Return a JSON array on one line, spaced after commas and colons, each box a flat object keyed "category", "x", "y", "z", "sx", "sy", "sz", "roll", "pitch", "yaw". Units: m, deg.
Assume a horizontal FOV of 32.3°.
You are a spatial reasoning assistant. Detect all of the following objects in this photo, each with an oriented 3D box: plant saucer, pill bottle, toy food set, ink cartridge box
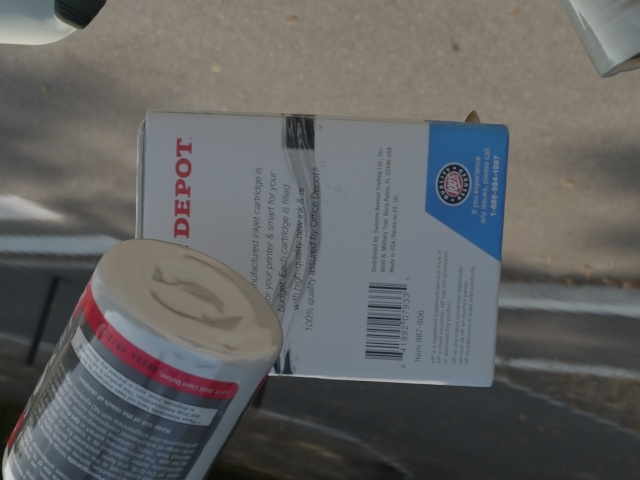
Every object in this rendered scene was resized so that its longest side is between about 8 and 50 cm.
[{"category": "plant saucer", "x": 0.198, "y": -0.136, "z": 1.500, "sx": 0.015, "sy": 0.083, "sz": 0.083, "roll": 25, "pitch": 169, "yaw": 15}, {"category": "pill bottle", "x": -0.179, "y": 0.171, "z": 1.000, "sx": 0.176, "sy": 0.319, "sz": 0.176, "roll": 26, "pitch": -159, "yaw": -11}, {"category": "toy food set", "x": 0.222, "y": -0.243, "z": 0.822, "sx": 0.092, "sy": 0.220, "sz": 0.306, "roll": -30, "pitch": 176, "yaw": 29}, {"category": "ink cartridge box", "x": 0.000, "y": 0.000, "z": 1.255, "sx": 0.394, "sy": 0.286, "sz": 0.166, "roll": 3, "pitch": -173, "yaw": 1}]

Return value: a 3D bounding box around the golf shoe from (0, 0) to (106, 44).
[{"category": "golf shoe", "x": -0.217, "y": -0.099, "z": 0.426, "sx": 0.272, "sy": 0.120, "sz": 0.105, "roll": 4, "pitch": -156, "yaw": -40}]
